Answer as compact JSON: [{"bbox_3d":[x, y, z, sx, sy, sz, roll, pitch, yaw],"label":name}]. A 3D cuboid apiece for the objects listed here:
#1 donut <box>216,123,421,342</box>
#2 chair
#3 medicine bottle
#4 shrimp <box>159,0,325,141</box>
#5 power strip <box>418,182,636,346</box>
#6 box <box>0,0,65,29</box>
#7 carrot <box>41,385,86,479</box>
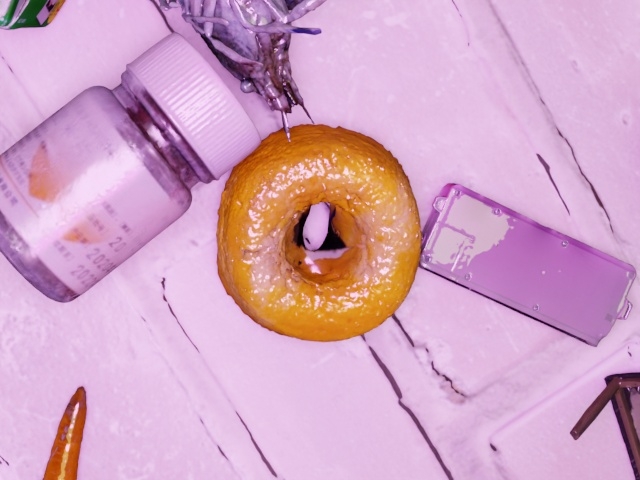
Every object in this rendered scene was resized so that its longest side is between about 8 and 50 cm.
[{"bbox_3d":[0.001,-0.002,1.080,0.253,0.118,0.253,-4,110,-10],"label":"donut"},{"bbox_3d":[0.434,0.236,1.150,0.272,0.166,0.188,-27,101,-49],"label":"chair"},{"bbox_3d":[-0.211,-0.077,1.006,0.273,0.165,0.165,-40,100,-3],"label":"medicine bottle"},{"bbox_3d":[-0.106,-0.307,1.012,0.221,0.166,0.410,-29,80,-36],"label":"shrimp"},{"bbox_3d":[0.243,0.030,1.153,0.279,0.037,0.109,24,91,-11],"label":"power strip"},{"bbox_3d":[-0.376,-0.299,0.955,0.250,0.180,0.103,22,103,-9],"label":"box"},{"bbox_3d":[-0.296,0.289,1.080,0.061,0.061,0.256,7,90,-10],"label":"carrot"}]
